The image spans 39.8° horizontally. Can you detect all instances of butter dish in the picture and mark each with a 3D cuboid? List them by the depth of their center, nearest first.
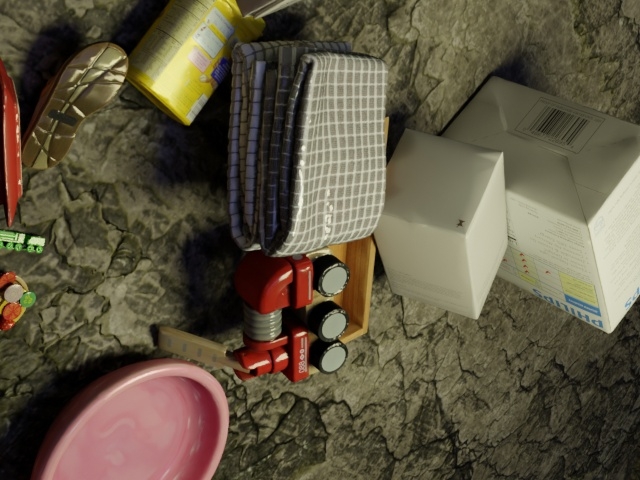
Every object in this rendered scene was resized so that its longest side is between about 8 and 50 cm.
[{"bbox_3d":[-0.381,-0.109,0.932,0.118,0.160,0.160,-3,117,-21],"label":"butter dish"}]

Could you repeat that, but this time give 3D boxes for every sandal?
[{"bbox_3d":[-0.301,-0.165,1.047,0.072,0.049,0.180,27,106,-46],"label":"sandal"}]

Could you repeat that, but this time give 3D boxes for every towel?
[{"bbox_3d":[-0.005,-0.129,1.201,0.235,0.121,0.284,-13,111,-52],"label":"towel"}]

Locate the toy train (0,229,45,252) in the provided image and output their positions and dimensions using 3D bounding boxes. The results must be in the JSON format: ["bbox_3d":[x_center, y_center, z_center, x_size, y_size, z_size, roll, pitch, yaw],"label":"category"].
[{"bbox_3d":[-0.376,0.000,1.083,0.083,0.017,0.024,11,94,-50],"label":"toy train"}]

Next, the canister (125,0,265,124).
[{"bbox_3d":[-0.163,-0.247,1.125,0.170,0.073,0.126,-55,142,-6],"label":"canister"}]

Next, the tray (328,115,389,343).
[{"bbox_3d":[0.000,0.000,1.453,0.203,0.076,0.411,-22,128,-39],"label":"tray"}]

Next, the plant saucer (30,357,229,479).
[{"bbox_3d":[-0.288,0.316,1.316,0.332,0.084,0.332,-25,129,-36],"label":"plant saucer"}]

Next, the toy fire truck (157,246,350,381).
[{"bbox_3d":[-0.101,0.111,1.307,0.246,0.158,0.217,-18,124,-29],"label":"toy fire truck"}]

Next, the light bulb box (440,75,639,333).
[{"bbox_3d":[0.437,-0.067,1.666,0.225,0.358,0.361,-49,141,-14],"label":"light bulb box"}]

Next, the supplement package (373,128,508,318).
[{"bbox_3d":[0.211,-0.024,1.520,0.175,0.177,0.293,-63,156,-23],"label":"supplement package"}]

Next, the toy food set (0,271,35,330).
[{"bbox_3d":[-0.400,0.078,1.099,0.082,0.020,0.083,-56,141,-7],"label":"toy food set"}]

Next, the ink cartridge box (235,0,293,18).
[{"bbox_3d":[-0.019,-0.479,0.941,0.285,0.166,0.395,-33,105,-32],"label":"ink cartridge box"}]
